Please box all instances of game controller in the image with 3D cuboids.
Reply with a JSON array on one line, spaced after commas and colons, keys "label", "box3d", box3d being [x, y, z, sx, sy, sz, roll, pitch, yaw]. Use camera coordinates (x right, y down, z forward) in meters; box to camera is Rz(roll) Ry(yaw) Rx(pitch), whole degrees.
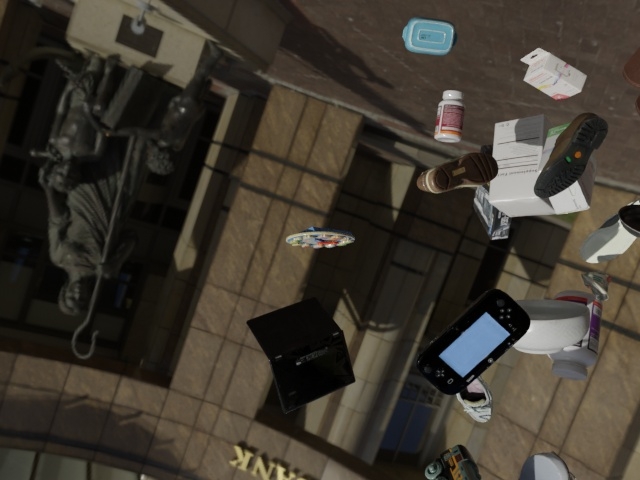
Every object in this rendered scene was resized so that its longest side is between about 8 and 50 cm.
[{"label": "game controller", "box3d": [0.412, 0.278, 1.455, 0.166, 0.319, 0.067, 43, -169, -5]}]

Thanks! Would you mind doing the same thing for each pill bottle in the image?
[{"label": "pill bottle", "box3d": [0.992, 0.370, 2.107, 0.181, 0.323, 0.181, 16, 158, 7]}, {"label": "pill bottle", "box3d": [0.416, -0.396, 1.722, 0.085, 0.152, 0.086, 8, -179, 0]}]

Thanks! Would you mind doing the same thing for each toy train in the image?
[{"label": "toy train", "box3d": [0.513, 0.914, 2.000, 0.142, 0.190, 0.334, 52, -172, -14]}]

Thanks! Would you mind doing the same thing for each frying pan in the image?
[{"label": "frying pan", "box3d": [1.062, -0.066, 1.663, 0.325, 0.053, 0.197, -17, -141, -26]}]

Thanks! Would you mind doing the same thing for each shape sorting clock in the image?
[{"label": "shape sorting clock", "box3d": [0.000, 0.000, 1.605, 0.206, 0.041, 0.206, -3, 166, -1]}]

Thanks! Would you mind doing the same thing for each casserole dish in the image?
[{"label": "casserole dish", "box3d": [0.374, -0.691, 1.821, 0.188, 0.114, 0.037, 7, -160, -2]}]

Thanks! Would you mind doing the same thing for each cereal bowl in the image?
[{"label": "cereal bowl", "box3d": [0.746, 0.301, 1.854, 0.338, 0.141, 0.339, -4, -176, 0]}]

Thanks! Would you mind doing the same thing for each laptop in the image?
[{"label": "laptop", "box3d": [-0.092, 0.525, 2.543, 0.381, 0.409, 0.236, -17, -173, -24]}]

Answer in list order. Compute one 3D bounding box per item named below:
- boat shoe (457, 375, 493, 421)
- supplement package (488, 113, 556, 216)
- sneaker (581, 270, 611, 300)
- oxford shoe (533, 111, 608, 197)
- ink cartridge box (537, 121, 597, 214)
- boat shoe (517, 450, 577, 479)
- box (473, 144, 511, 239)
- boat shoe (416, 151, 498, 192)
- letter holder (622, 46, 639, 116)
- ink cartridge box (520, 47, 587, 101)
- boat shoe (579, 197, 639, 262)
[{"label": "boat shoe", "box3d": [0.512, 0.507, 1.820, 0.118, 0.321, 0.103, -8, -150, 22]}, {"label": "supplement package", "box3d": [0.700, -0.246, 1.832, 0.175, 0.293, 0.177, -3, 164, 42]}, {"label": "sneaker", "box3d": [0.918, 0.139, 1.760, 0.075, 0.057, 0.161, -22, -164, 11]}, {"label": "oxford shoe", "box3d": [0.593, -0.203, 1.296, 0.082, 0.227, 0.096, 24, -152, -12]}, {"label": "ink cartridge box", "box3d": [0.675, -0.199, 1.465, 0.093, 0.212, 0.154, -14, 124, 40]}, {"label": "boat shoe", "box3d": [0.739, 0.759, 1.708, 0.156, 0.367, 0.136, -17, -133, -15]}, {"label": "box", "box3d": [0.707, -0.197, 2.185, 0.076, 0.308, 0.243, -7, -140, -1]}, {"label": "boat shoe", "box3d": [0.376, -0.187, 1.492, 0.257, 0.095, 0.095, -12, -177, -29]}, {"label": "letter holder", "box3d": [0.653, -0.272, 0.997, 0.152, 0.214, 0.302, 35, -150, 1]}, {"label": "ink cartridge box", "box3d": [0.777, -0.560, 1.823, 0.198, 0.067, 0.115, 26, 171, -10]}, {"label": "boat shoe", "box3d": [1.050, -0.038, 1.880, 0.116, 0.320, 0.099, 46, -139, 14]}]
